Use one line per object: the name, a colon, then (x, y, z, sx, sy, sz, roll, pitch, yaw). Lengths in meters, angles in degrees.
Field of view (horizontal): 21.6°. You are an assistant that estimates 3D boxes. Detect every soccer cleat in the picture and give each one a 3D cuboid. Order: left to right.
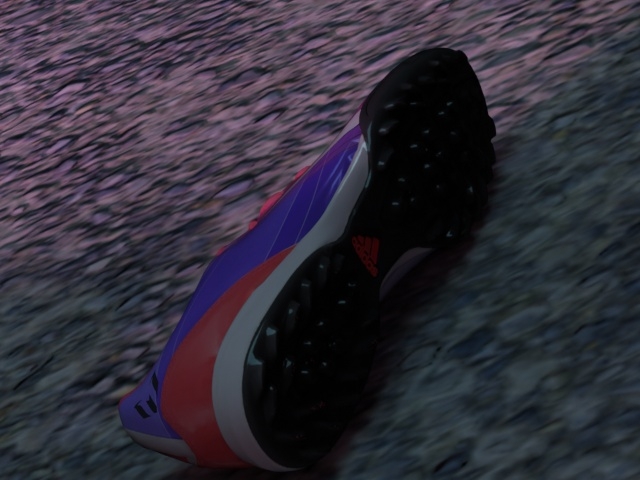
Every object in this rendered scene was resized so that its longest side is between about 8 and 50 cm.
soccer cleat: (0.000, 0.000, 0.940, 0.116, 0.109, 0.318, -7, 37, 38)
